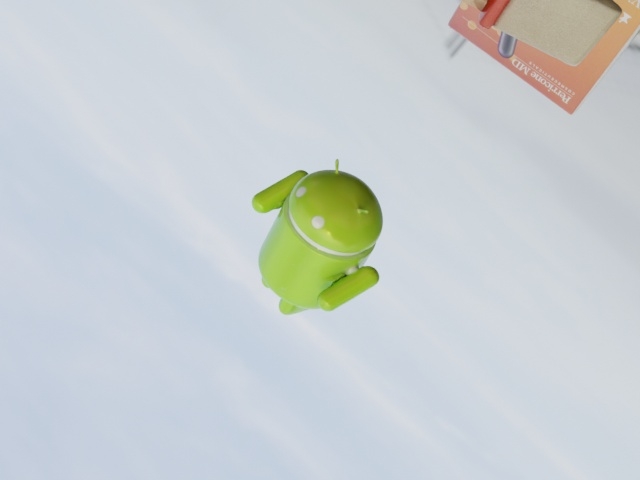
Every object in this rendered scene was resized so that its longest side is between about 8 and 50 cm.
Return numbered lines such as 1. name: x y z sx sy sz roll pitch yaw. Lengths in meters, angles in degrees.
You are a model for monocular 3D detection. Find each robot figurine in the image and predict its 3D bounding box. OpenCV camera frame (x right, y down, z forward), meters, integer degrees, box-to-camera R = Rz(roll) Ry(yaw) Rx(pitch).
1. robot figurine: 0.000 0.000 0.908 0.067 0.115 0.101 -12 -122 -35

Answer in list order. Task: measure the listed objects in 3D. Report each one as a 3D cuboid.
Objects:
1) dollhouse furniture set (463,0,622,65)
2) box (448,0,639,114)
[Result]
1. dollhouse furniture set: 0.176 -0.245 0.827 0.135 0.259 0.262 28 -145 -12
2. box: 0.202 -0.208 1.058 0.130 0.170 0.091 36 -132 6
